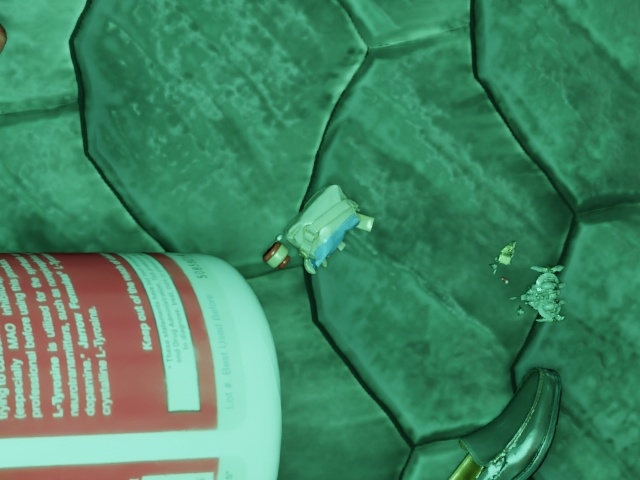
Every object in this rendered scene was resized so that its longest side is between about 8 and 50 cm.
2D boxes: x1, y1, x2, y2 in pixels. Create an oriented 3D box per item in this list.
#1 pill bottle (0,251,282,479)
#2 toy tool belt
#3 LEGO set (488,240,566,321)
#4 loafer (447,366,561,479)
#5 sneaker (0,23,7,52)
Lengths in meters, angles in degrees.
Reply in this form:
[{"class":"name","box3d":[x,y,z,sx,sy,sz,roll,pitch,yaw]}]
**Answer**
[{"class":"pill bottle","box3d":[-0.250,0.121,1.140,0.408,0.229,0.229,1,96,-27]},{"class":"toy tool belt","box3d":[0.000,0.000,1.326,0.051,0.052,0.083,42,84,-9]},{"class":"LEGO set","box3d":[0.177,0.038,1.399,0.083,0.023,0.054,26,88,-18]},{"class":"loafer","box3d":[0.141,0.176,1.386,0.061,0.062,0.170,27,87,-14]},{"class":"sneaker","box3d":[-0.342,-0.135,1.198,0.221,0.087,0.128,19,99,-6]}]
